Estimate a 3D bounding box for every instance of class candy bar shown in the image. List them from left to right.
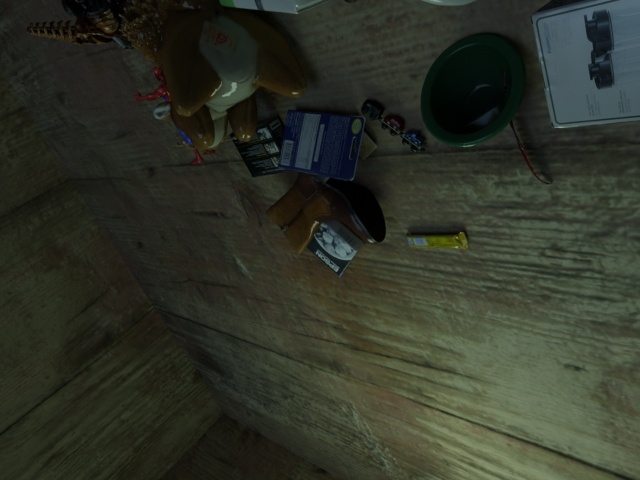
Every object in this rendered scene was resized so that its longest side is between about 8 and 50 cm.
[{"bbox_3d":[0.253,0.000,1.158,0.161,0.018,0.040,1,121,49],"label":"candy bar"}]

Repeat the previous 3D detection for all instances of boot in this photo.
[{"bbox_3d":[0.001,-0.042,1.279,0.264,0.096,0.280,47,134,4],"label":"boot"}]

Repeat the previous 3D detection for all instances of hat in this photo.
[{"bbox_3d":[0.288,-0.214,0.893,0.172,0.183,0.209,4,86,39],"label":"hat"}]

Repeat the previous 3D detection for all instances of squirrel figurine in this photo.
[{"bbox_3d":[-0.273,-0.395,1.197,0.397,0.281,0.370,65,157,0],"label":"squirrel figurine"}]

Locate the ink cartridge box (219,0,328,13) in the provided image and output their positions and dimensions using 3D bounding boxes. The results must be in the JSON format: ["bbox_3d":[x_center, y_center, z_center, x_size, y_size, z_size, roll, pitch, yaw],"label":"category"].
[{"bbox_3d":[-0.094,-0.511,0.896,0.272,0.114,0.198,32,145,46],"label":"ink cartridge box"}]

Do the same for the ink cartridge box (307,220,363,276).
[{"bbox_3d":[0.000,0.000,1.428,0.206,0.045,0.208,42,148,9],"label":"ink cartridge box"}]

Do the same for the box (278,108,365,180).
[{"bbox_3d":[0.006,-0.209,1.147,0.225,0.036,0.137,17,99,40],"label":"box"}]

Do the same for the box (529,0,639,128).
[{"bbox_3d":[0.427,-0.242,0.642,0.289,0.087,0.169,4,127,47],"label":"box"}]

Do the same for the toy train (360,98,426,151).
[{"bbox_3d":[0.147,-0.229,1.039,0.158,0.027,0.036,40,136,13],"label":"toy train"}]

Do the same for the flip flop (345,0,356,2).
[{"bbox_3d":[0.077,-0.486,0.807,0.277,0.080,0.112,108,142,-70],"label":"flip flop"}]

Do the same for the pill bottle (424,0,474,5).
[{"bbox_3d":[0.182,-0.462,0.626,0.169,0.169,0.302,39,146,14],"label":"pill bottle"}]

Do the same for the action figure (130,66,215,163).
[{"bbox_3d":[-0.426,-0.357,1.503,0.139,0.091,0.280,1,126,34],"label":"action figure"}]

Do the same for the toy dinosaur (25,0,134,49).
[{"bbox_3d":[-0.515,-0.537,1.210,0.164,0.322,0.218,-25,105,26],"label":"toy dinosaur"}]

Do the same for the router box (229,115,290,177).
[{"bbox_3d":[-0.144,-0.236,1.348,0.178,0.046,0.133,1,125,49],"label":"router box"}]

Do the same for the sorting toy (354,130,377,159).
[{"bbox_3d":[0.082,-0.220,1.134,0.083,0.012,0.062,48,145,0],"label":"sorting toy"}]
